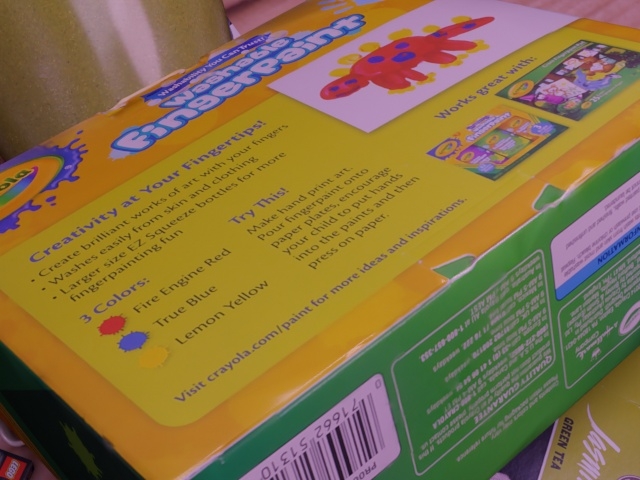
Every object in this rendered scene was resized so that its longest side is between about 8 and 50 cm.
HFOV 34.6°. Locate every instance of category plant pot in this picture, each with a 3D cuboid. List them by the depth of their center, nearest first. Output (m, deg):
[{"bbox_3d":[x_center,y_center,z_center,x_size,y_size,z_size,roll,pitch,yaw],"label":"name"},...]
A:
[{"bbox_3d":[-0.181,-0.112,0.940,0.275,0.275,0.293,-21,83,-22],"label":"plant pot"}]

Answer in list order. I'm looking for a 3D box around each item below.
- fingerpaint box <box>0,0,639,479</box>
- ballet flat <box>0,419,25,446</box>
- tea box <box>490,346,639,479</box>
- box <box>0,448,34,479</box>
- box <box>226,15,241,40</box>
[{"bbox_3d":[0.000,0.000,0.692,0.445,0.163,0.371,-34,38,-26],"label":"fingerpaint box"},{"bbox_3d":[-0.185,0.152,0.850,0.139,0.139,0.400,-36,81,-27],"label":"ballet flat"},{"bbox_3d":[0.207,0.157,0.834,0.324,0.220,0.329,27,46,5],"label":"tea box"},{"bbox_3d":[-0.305,0.227,0.832,0.094,0.027,0.137,20,59,-1],"label":"box"},{"bbox_3d":[-0.127,-0.211,1.118,0.081,0.028,0.136,-27,68,-24],"label":"box"}]
